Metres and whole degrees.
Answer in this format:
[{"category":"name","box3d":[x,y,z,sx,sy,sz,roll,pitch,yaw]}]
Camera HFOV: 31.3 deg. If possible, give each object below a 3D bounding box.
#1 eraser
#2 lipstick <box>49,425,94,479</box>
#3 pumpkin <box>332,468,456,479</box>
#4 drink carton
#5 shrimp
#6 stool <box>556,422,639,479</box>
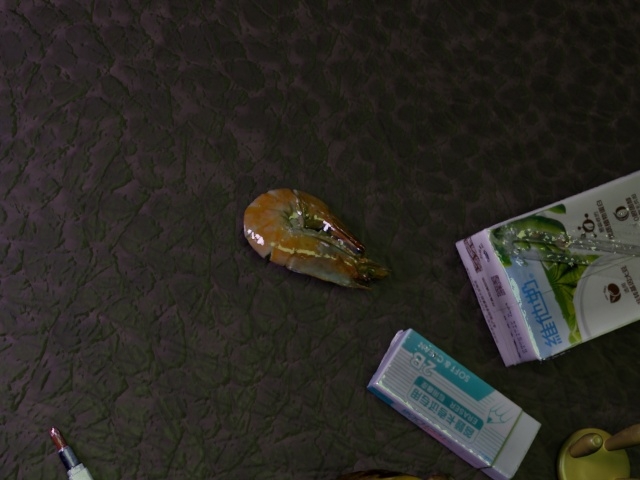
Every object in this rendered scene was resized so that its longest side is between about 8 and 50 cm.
[{"category":"eraser","box3d":[0.178,0.219,1.524,0.225,0.052,0.096,36,69,-5]},{"category":"lipstick","box3d":[-0.302,0.273,1.392,0.025,0.025,0.107,-29,81,-20]},{"category":"pumpkin","box3d":[0.125,0.384,1.413,0.317,0.139,0.222,24,65,-13]},{"category":"drink carton","box3d":[0.378,0.030,1.583,0.324,0.132,0.194,-20,84,-17]},{"category":"shrimp","box3d":[0.001,-0.001,1.529,0.217,0.051,0.115,24,70,-7]},{"category":"stool","box3d":[0.389,0.305,1.533,0.135,0.110,0.134,38,70,-6]}]
